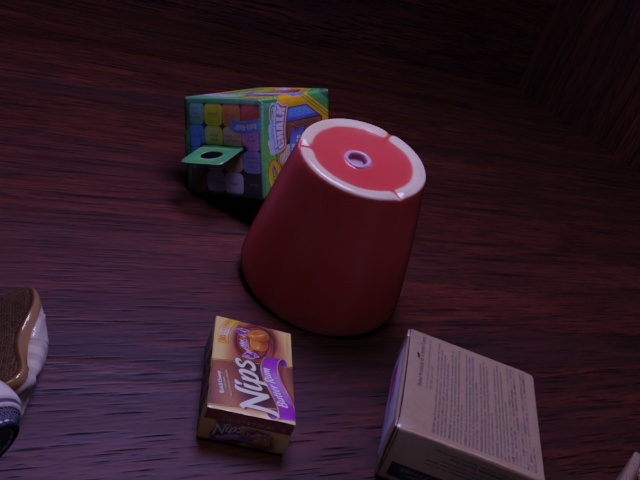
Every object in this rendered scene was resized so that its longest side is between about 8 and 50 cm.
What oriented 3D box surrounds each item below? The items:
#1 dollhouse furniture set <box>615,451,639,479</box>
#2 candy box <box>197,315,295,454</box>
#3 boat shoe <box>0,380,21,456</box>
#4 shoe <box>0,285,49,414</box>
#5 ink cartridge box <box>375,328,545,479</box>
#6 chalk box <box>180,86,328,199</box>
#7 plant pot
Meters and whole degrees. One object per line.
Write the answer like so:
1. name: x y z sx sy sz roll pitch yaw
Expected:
1. dollhouse furniture set: 0.557 0.287 0.882 0.362 0.394 0.256 34 19 22
2. candy box: -0.092 0.178 1.013 0.109 0.053 0.187 16 25 -11
3. boat shoe: -0.344 0.249 0.635 0.158 0.127 0.340 36 37 15
4. shoe: -0.355 0.127 0.924 0.076 0.058 0.219 -17 30 -5
5. ink cartridge box: 0.184 0.238 1.060 0.193 0.088 0.235 20 27 2
6. chalk box: -0.131 -0.182 1.474 0.180 0.179 0.289 8 17 30
7. plant pot: 0.030 -0.034 1.234 0.274 0.243 0.275 11 40 -10
